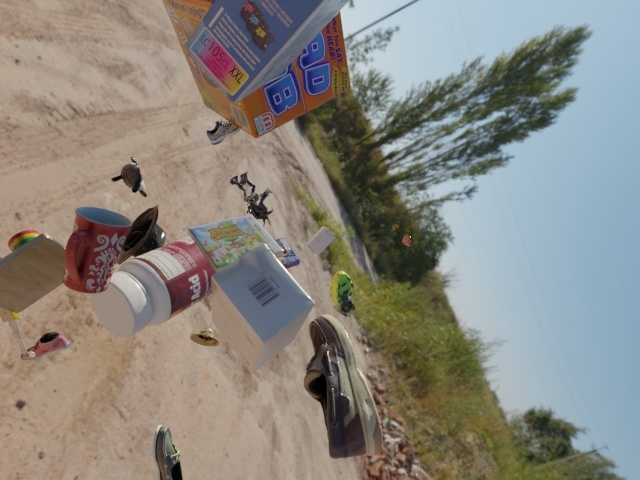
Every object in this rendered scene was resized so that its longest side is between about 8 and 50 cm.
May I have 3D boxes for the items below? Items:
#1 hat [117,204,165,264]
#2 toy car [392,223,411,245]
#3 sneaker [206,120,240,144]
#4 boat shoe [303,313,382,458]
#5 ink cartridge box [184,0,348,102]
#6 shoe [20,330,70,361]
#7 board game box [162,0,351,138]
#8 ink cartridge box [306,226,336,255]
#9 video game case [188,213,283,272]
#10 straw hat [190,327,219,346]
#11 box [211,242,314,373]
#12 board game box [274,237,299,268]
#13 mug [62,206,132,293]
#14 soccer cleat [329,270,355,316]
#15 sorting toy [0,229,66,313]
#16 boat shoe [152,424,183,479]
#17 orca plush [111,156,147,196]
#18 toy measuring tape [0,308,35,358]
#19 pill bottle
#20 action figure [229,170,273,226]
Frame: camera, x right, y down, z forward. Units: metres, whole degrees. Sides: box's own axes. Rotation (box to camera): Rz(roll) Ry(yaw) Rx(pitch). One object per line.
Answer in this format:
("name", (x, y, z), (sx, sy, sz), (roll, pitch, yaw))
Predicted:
("hat", (-0.813, -0.004, 1.952), (0.134, 0.331, 0.331), (39, 22, -33))
("toy car", (0.384, -0.018, 1.987), (0.122, 0.041, 0.060), (46, -27, 33))
("sneaker", (-0.313, -0.368, 1.358), (0.058, 0.135, 0.052), (55, 5, -41))
("boat shoe", (0.016, 0.233, 0.707), (0.285, 0.093, 0.102), (-117, -155, -54))
("ink cartridge box", (-0.044, -0.477, 0.792), (0.151, 0.396, 0.270), (48, 35, -15))
("shoe", (-1.079, 0.407, 1.605), (0.081, 0.178, 0.063), (85, -17, -47))
("board game box", (-0.179, -0.582, 1.213), (0.356, 0.356, 0.356), (39, -25, 41))
("ink cartridge box", (0.000, 0.000, 1.432), (0.052, 0.088, 0.122), (44, 0, -4))
("video game case", (-0.247, 0.003, 1.214), (0.193, 0.213, 0.023), (45, -44, 33))
("straw hat", (-0.558, 0.463, 2.031), (0.144, 0.145, 0.061), (55, 35, -43))
("box", (-0.175, 0.202, 1.157), (0.215, 0.168, 0.345), (48, -29, 14))
("board game box", (-0.205, 0.068, 2.091), (0.201, 0.136, 0.035), (-127, -150, -45))
("mug", (-0.511, 0.023, 0.908), (0.113, 0.169, 0.150), (27, 13, 24))
("soccer cleat", (0.066, 0.198, 1.615), (0.121, 0.093, 0.289), (41, -20, 30))
("sorting toy", (-0.920, 0.085, 1.294), (0.089, 0.255, 0.257), (46, -18, 15))
("boat shoe", (-0.608, 0.887, 1.671), (0.109, 0.091, 0.304), (-62, 150, -80))
("orca plush", (-0.700, -0.212, 1.510), (0.287, 0.102, 0.151), (38, -38, 56))
("toy measuring tape", (-1.047, 0.246, 1.457), (0.121, 0.122, 0.329), (-69, 142, -77))
("pill bottle", (-0.505, 0.137, 1.349), (0.392, 0.224, 0.224), (-34, 98, -55))
("action figure", (-0.305, -0.199, 1.974), (0.275, 0.164, 0.141), (59, 42, -22))
